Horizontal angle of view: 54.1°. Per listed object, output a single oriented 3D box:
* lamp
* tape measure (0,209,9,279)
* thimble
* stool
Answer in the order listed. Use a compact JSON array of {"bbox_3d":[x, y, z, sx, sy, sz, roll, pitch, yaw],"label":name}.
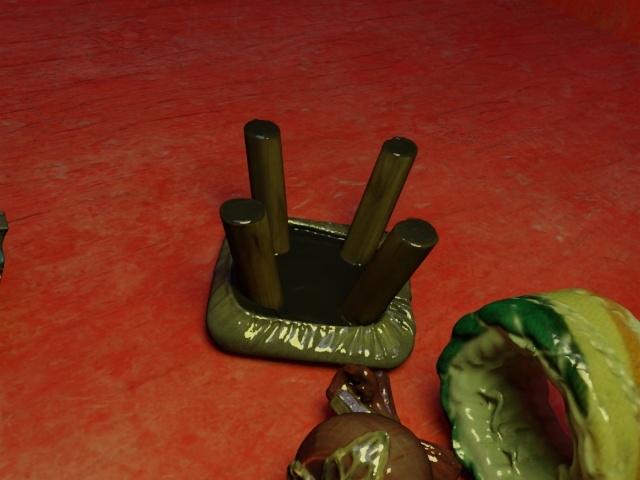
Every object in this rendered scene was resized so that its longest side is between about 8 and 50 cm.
[{"bbox_3d":[0.043,0.251,0.691,0.215,0.151,0.223,51,11,22],"label":"lamp"},{"bbox_3d":[-0.538,0.020,0.763,0.262,0.138,0.259,1,12,-39],"label":"tape measure"},{"bbox_3d":[0.268,0.197,0.703,0.167,0.254,0.288,-3,53,-25],"label":"thimble"},{"bbox_3d":[0.000,0.000,0.912,0.310,0.226,0.310,6,39,-3],"label":"stool"}]
